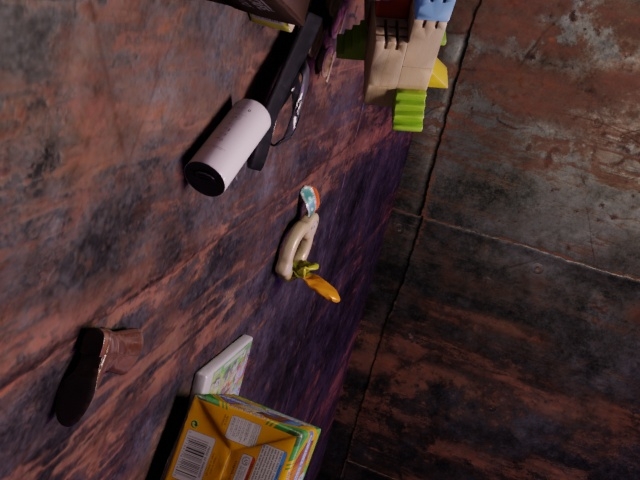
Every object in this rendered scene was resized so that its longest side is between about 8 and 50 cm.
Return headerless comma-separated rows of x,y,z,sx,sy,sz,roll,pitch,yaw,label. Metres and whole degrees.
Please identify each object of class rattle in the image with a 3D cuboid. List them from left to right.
0.000,0.000,1.370,0.200,0.142,0.130,-63,149,-12,rattle

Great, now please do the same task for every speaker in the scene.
-0.112,-0.116,0.844,0.055,0.055,0.136,95,16,-48,speaker

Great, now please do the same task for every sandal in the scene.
-0.039,-0.212,0.972,0.254,0.054,0.097,-69,-170,-17,sandal

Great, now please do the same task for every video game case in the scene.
-0.184,0.283,1.197,0.212,0.023,0.193,-33,140,-73,video game case

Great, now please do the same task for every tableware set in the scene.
0.016,-0.359,1.171,0.168,0.020,0.141,41,68,-78,tableware set

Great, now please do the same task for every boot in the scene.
-0.231,0.143,0.738,0.114,0.037,0.106,66,45,-80,boot

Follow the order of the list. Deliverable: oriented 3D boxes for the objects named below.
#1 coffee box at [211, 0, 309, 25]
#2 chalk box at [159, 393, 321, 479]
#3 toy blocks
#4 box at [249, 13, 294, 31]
-0.046,-0.367,0.607,0.168,0.118,0.297,-18,125,-77,coffee box
-0.117,0.363,1.127,0.289,0.179,0.180,55,54,-75,chalk box
0.132,-0.406,1.080,0.261,0.190,0.381,99,-6,-61,toy blocks
-0.025,-0.380,0.848,0.087,0.058,0.232,71,38,-71,box
